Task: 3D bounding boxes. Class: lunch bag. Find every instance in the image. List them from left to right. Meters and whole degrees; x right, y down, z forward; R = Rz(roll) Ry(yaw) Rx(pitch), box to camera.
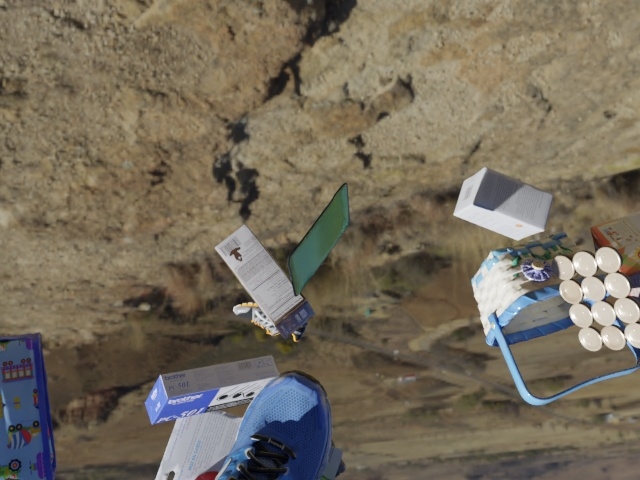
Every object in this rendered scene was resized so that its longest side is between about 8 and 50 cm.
[{"bbox_3d":[-0.598,0.300,1.285,0.220,0.293,0.138,-6,-179,-18],"label":"lunch bag"}]

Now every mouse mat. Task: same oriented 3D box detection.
[{"bbox_3d":[0.000,0.000,1.309,0.007,0.190,0.153,27,155,18],"label":"mouse mat"}]

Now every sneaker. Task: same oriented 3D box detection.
[{"bbox_3d":[-0.076,0.318,0.886,0.129,0.330,0.147,23,171,3],"label":"sneaker"},{"bbox_3d":[-0.139,0.221,2.017,0.214,0.083,0.084,12,175,3],"label":"sneaker"}]

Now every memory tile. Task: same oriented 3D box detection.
[{"bbox_3d":[0.388,0.082,1.010,0.012,0.148,0.113,-23,-178,-36],"label":"memory tile"}]

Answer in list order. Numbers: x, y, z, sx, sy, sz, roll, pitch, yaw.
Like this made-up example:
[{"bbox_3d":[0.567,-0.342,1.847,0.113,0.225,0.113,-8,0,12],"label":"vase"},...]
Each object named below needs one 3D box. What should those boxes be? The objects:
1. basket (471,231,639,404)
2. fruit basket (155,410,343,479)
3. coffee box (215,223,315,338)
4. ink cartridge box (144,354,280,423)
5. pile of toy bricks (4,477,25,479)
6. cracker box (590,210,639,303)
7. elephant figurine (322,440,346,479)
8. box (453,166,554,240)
[{"bbox_3d":[0.424,0.142,1.350,0.254,0.289,0.201,-14,154,-20],"label":"basket"},{"bbox_3d":[-0.164,0.529,1.471,0.352,0.327,0.165,19,170,-5],"label":"fruit basket"},{"bbox_3d":[-0.130,0.099,1.736,0.098,0.246,0.141,-38,159,-5],"label":"coffee box"},{"bbox_3d":[-0.180,0.250,1.228,0.207,0.046,0.097,-4,145,-34],"label":"ink cartridge box"},{"bbox_3d":[-0.393,0.356,0.866,0.212,0.118,0.105,-5,-172,26],"label":"pile of toy bricks"},{"bbox_3d":[0.553,0.003,1.105,0.232,0.156,0.067,-20,116,11],"label":"cracker box"},{"bbox_3d":[-0.055,0.601,2.018,0.169,0.186,0.239,44,157,-18],"label":"elephant figurine"},{"bbox_3d":[0.408,-0.080,1.633,0.170,0.091,0.130,21,167,-8],"label":"box"}]
